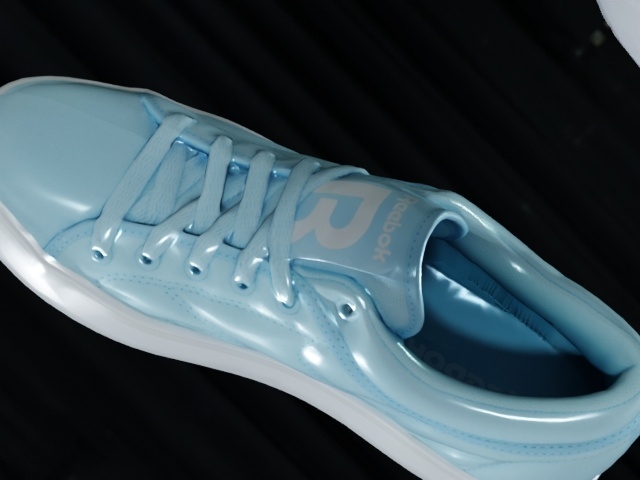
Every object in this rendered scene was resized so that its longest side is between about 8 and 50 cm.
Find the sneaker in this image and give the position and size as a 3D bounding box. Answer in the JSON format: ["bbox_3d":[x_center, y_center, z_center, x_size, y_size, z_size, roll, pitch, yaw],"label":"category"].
[{"bbox_3d":[0.000,0.000,0.807,0.150,0.365,0.135,121,-8,-59],"label":"sneaker"}]

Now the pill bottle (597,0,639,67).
[{"bbox_3d":[0.110,-0.176,0.292,0.210,0.210,0.363,-45,149,-12],"label":"pill bottle"}]
